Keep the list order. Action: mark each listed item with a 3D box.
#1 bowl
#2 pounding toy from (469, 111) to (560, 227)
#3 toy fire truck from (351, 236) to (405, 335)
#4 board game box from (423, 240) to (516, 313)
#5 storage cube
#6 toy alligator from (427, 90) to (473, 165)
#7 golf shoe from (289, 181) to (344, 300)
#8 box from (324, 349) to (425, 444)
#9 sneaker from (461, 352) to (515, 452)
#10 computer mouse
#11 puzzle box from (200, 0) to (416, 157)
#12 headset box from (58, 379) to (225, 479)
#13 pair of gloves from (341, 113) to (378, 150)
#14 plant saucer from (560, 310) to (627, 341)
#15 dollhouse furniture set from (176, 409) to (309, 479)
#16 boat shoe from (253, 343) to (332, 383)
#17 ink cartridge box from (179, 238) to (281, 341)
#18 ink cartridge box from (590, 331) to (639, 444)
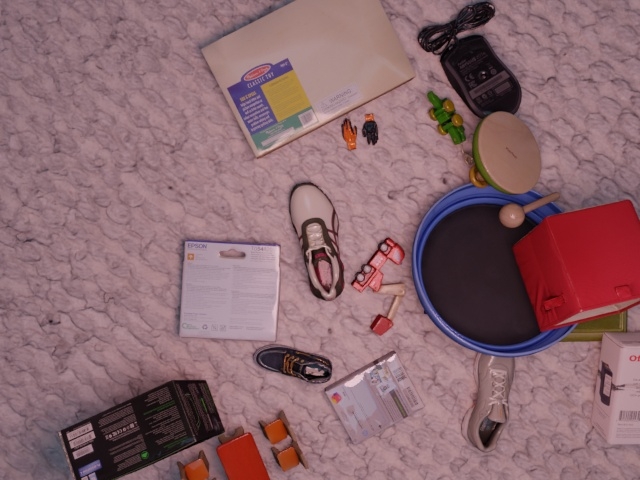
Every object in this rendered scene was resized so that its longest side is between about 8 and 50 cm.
[{"bbox_3d":[0.386,0.061,1.401,0.390,0.077,0.392,1,71,-4],"label":"bowl"},{"bbox_3d":[0.387,-0.152,1.396,0.182,0.110,0.237,-29,94,-32],"label":"pounding toy"},{"bbox_3d":[0.146,0.105,1.467,0.135,0.047,0.192,38,90,-4],"label":"toy fire truck"},{"bbox_3d":[0.361,0.097,1.453,0.243,0.042,0.165,6,74,-2],"label":"board game box"},{"bbox_3d":[0.524,0.054,1.277,0.214,0.184,0.193,-11,72,-8],"label":"storage cube"},{"bbox_3d":[0.304,-0.260,1.458,0.051,0.056,0.190,-35,94,-41],"label":"toy alligator"},{"bbox_3d":[0.000,0.000,1.423,0.105,0.120,0.273,-15,91,0],"label":"golf shoe"},{"bbox_3d":[0.125,0.363,1.482,0.186,0.038,0.145,-29,93,-2],"label":"box"},{"bbox_3d":[0.397,0.354,1.450,0.099,0.121,0.263,10,92,-3],"label":"sneaker"},{"bbox_3d":[0.356,-0.385,1.449,0.188,0.072,0.272,-26,81,1],"label":"computer mouse"},{"bbox_3d":[-0.027,-0.394,1.438,0.408,0.052,0.272,-27,93,-1],"label":"puzzle box"},{"bbox_3d":[-0.359,0.401,1.353,0.246,0.283,0.131,-24,78,-2],"label":"headset box"},{"bbox_3d":[0.091,-0.248,1.469,0.083,0.010,0.074,-12,91,-4],"label":"pair of gloves"},{"bbox_3d":[0.630,0.145,1.488,0.188,0.045,0.188,0,92,-2],"label":"plant saucer"},{"bbox_3d":[-0.146,0.545,1.407,0.261,0.135,0.259,-23,103,-12],"label":"dollhouse furniture set"},{"bbox_3d":[-0.061,0.278,1.448,0.183,0.083,0.065,8,92,-2],"label":"boat shoe"},{"bbox_3d":[-0.202,0.112,1.455,0.223,0.045,0.224,4,91,-3],"label":"ink cartridge box"},{"bbox_3d":[0.727,0.332,1.451,0.171,0.100,0.237,1,104,-2],"label":"ink cartridge box"}]
